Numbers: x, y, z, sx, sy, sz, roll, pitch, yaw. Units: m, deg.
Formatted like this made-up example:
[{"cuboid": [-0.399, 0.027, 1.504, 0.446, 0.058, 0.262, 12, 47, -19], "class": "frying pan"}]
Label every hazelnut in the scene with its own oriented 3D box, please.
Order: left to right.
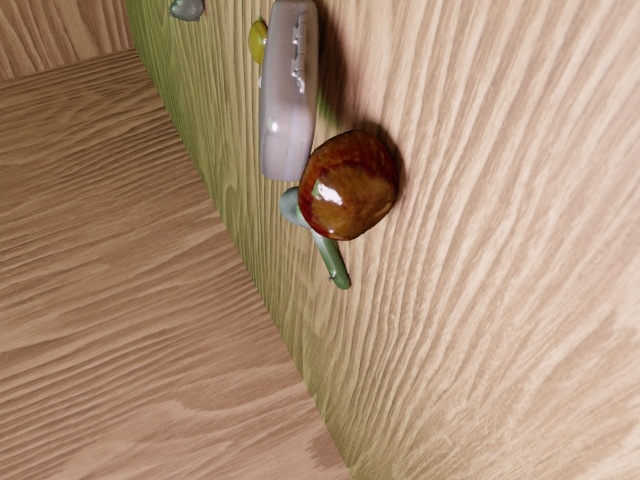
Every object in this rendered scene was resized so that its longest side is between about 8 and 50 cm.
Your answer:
[{"cuboid": [0.046, -0.123, 1.327, 0.218, 0.234, 0.218, 43, -167, -12], "class": "hazelnut"}]

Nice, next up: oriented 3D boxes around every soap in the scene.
[{"cuboid": [-0.174, -0.554, 1.775, 0.140, 0.045, 0.089, 131, 119, -70], "class": "soap"}]

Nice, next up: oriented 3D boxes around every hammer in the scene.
[{"cuboid": [0.000, 0.000, 1.823, 0.335, 0.119, 0.206, 66, 165, -13], "class": "hammer"}]

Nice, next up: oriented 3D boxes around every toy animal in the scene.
[{"cuboid": [-0.446, -0.868, 2.166, 0.236, 0.138, 0.108, -51, 18, 44], "class": "toy animal"}]

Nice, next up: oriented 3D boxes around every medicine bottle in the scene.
[{"cuboid": [-0.071, -0.332, 1.392, 0.282, 0.123, 0.375, 104, 167, -63], "class": "medicine bottle"}]

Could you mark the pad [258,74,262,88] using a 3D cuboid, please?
[{"cuboid": [-0.135, -0.434, 1.865, 0.156, 0.004, 0.232, 69, 162, -3], "class": "pad"}]
